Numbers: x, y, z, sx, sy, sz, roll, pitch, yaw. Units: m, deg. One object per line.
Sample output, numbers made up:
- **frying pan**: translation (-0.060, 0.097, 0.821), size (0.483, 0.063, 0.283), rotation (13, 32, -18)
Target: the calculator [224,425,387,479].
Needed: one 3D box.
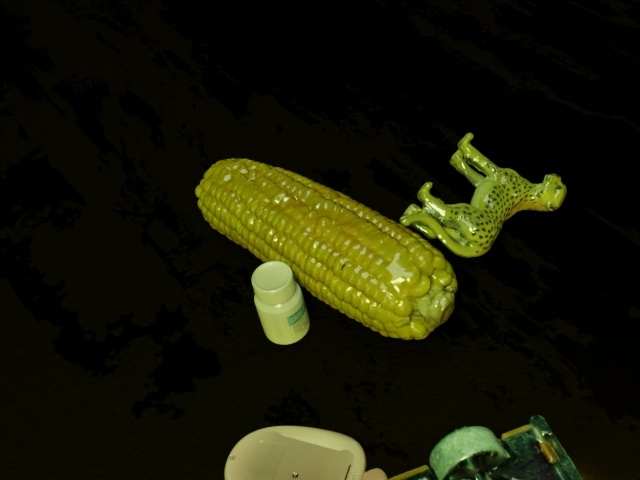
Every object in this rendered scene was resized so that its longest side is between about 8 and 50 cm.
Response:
- **calculator**: translation (-0.014, 0.226, 1.016), size (0.165, 0.024, 0.103), rotation (6, 48, 20)

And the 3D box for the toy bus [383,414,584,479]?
- **toy bus**: translation (0.060, 0.289, 0.822), size (0.323, 0.194, 0.162), rotation (-19, 46, -10)

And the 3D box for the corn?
- **corn**: translation (0.000, 0.000, 1.166), size (0.363, 0.120, 0.120), rotation (28, 58, 34)

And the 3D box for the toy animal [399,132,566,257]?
- **toy animal**: translation (0.181, -0.034, 1.182), size (0.136, 0.073, 0.181), rotation (37, 52, 9)

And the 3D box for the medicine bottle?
- **medicine bottle**: translation (-0.043, 0.067, 1.129), size (0.052, 0.089, 0.052), rotation (-7, 46, 7)
